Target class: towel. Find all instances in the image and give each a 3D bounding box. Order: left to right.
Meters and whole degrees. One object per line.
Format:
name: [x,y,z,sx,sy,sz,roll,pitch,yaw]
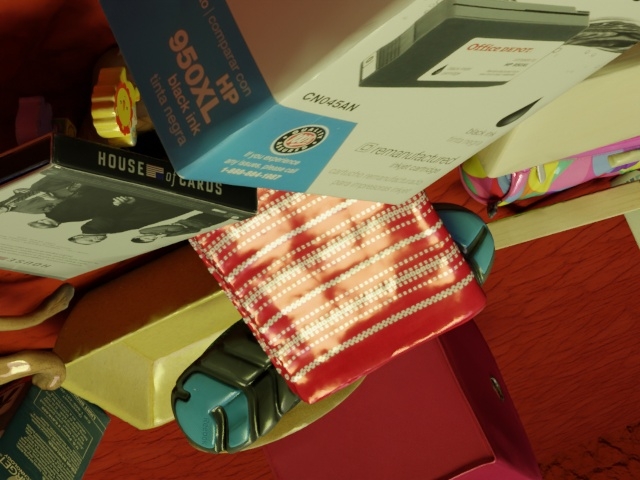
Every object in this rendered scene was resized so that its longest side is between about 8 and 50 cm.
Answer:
towel: [0.000,0.000,1.566,0.199,0.275,0.031,-28,-154,10]

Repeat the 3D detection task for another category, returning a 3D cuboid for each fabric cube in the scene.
fabric cube: [0.086,0.221,2.213,0.259,0.254,0.258,-27,160,11]

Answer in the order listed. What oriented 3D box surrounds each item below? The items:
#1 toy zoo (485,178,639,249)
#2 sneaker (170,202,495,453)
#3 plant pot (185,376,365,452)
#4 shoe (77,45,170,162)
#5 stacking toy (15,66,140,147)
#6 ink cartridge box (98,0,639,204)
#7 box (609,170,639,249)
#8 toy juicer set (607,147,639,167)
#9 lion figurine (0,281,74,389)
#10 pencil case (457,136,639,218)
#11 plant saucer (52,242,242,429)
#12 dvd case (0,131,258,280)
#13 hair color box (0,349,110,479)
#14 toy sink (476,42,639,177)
toy zoo: [0.281,-0.033,1.960,0.192,0.030,0.293,-16,179,20]
sneaker: [0.009,0.063,1.704,0.341,0.125,0.139,-32,-172,14]
plant pot: [-0.051,0.151,2.019,0.236,0.032,0.236,-23,-159,9]
shoe: [-0.146,-0.077,1.415,0.076,0.058,0.219,-20,161,-13]
stacking toy: [-0.188,-0.059,1.316,0.167,0.052,0.221,-4,162,13]
ink cartridge box: [0.096,-0.197,1.212,0.395,0.166,0.285,-35,159,28]
box: [0.465,0.072,2.153,0.058,0.322,0.232,-29,162,24]
toy juicer set: [0.411,-0.189,1.744,0.329,0.089,0.209,-42,161,17]
lion figurine: [-0.417,0.140,1.612,0.392,0.142,0.240,-42,150,9]
pencil case: [0.240,-0.094,1.771,0.236,0.104,0.104,-15,160,-34]
plant saucer: [-0.089,0.065,1.842,0.333,0.081,0.333,-25,161,4]
dvd case: [-0.189,-0.019,1.320,0.179,0.029,0.238,13,159,-41]
hair color box: [-0.334,0.255,1.747,0.174,0.105,0.347,-33,-164,19]
toy sink: [0.234,-0.168,1.518,0.234,0.131,0.153,-17,161,-15]
